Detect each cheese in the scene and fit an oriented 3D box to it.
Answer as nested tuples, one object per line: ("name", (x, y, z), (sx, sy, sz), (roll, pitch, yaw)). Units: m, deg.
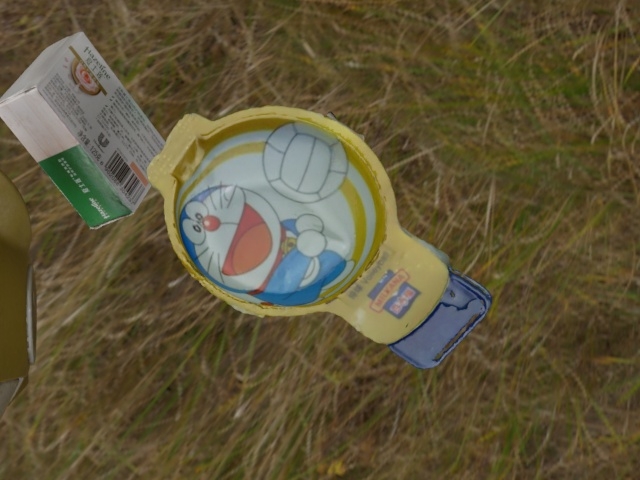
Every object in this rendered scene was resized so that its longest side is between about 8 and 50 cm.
("cheese", (0.000, 0.000, 0.835), (0.270, 0.069, 0.177), (33, 115, -13))

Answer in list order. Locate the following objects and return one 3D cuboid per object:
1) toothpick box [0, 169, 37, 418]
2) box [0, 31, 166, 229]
("toothpick box", (-0.562, 0.113, 1.430), (0.409, 0.425, 0.409), (20, 152, 11))
("box", (-0.283, -0.133, 1.370), (0.081, 0.135, 0.199), (-17, 120, 29))
